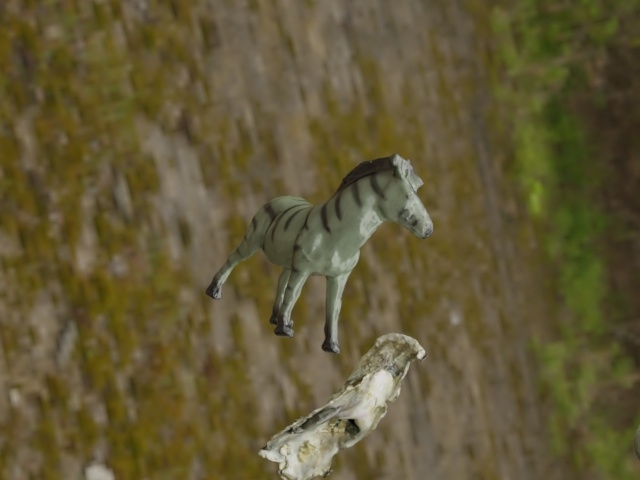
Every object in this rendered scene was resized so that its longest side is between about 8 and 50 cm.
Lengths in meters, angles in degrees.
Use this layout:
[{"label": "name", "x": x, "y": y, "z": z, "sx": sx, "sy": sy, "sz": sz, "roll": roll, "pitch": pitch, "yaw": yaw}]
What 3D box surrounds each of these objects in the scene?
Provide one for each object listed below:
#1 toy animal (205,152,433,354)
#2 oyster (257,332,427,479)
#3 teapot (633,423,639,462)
[{"label": "toy animal", "x": -0.004, "y": -0.001, "z": 1.600, "sx": 0.073, "sy": 0.217, "sz": 0.176, "roll": 20, "pitch": 89, "yaw": -35}, {"label": "oyster", "x": 0.020, "y": 0.180, "z": 1.968, "sx": 0.061, "sy": 0.200, "sz": 0.106, "roll": 42, "pitch": -30, "yaw": 45}, {"label": "teapot", "x": 0.378, "y": 0.221, "z": 1.611, "sx": 0.149, "sy": 0.220, "sz": 0.318, "roll": 45, "pitch": -21, "yaw": 30}]
